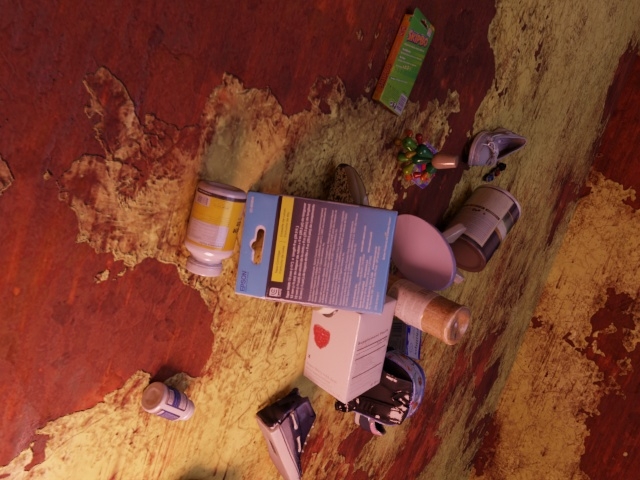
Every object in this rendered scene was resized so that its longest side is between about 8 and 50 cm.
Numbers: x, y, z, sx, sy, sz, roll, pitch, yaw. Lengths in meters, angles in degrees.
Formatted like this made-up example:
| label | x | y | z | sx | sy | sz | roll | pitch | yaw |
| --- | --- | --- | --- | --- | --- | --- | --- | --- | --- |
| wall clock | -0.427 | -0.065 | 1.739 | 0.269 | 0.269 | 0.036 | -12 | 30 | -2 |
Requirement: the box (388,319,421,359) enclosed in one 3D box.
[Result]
| label | x | y | z | sx | sy | sz | roll | pitch | yaw |
| --- | --- | --- | --- | --- | --- | --- | --- | --- | --- |
| box | 0.311 | 0.364 | 1.907 | 0.137 | 0.072 | 0.126 | 31 | 61 | -53 |

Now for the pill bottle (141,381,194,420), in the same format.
| label | x | y | z | sx | sy | sz | roll | pitch | yaw |
| --- | --- | --- | --- | --- | --- | --- | --- | --- | --- |
| pill bottle | -0.339 | 0.367 | 1.173 | 0.067 | 0.067 | 0.120 | -55 | 141 | -13 |

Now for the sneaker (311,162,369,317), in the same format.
| label | x | y | z | sx | sy | sz | roll | pitch | yaw |
| --- | --- | --- | --- | --- | --- | --- | --- | --- | --- |
| sneaker | 0.000 | 0.000 | 1.335 | 0.182 | 0.158 | 0.410 | 7 | 99 | -33 |

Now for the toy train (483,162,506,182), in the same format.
| label | x | y | z | sx | sy | sz | roll | pitch | yaw |
| --- | --- | --- | --- | --- | --- | --- | --- | --- | --- |
| toy train | 0.704 | -0.272 | 2.095 | 0.158 | 0.036 | 0.027 | -36 | 133 | -33 |

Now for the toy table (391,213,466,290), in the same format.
| label | x | y | z | sx | sy | sz | roll | pitch | yaw |
| --- | --- | --- | --- | --- | --- | --- | --- | --- | --- |
| toy table | 0.342 | 0.040 | 1.656 | 0.252 | 0.274 | 0.161 | -38 | 156 | 29 |

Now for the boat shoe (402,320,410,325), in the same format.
| label | x | y | z | sx | sy | sz | roll | pitch | yaw |
| --- | --- | --- | --- | --- | --- | --- | --- | --- | --- |
| boat shoe | 0.302 | 0.234 | 1.740 | 0.102 | 0.108 | 0.301 | -61 | -177 | -16 |

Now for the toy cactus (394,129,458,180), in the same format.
| label | x | y | z | sx | sy | sz | roll | pitch | yaw |
| --- | --- | --- | --- | --- | --- | --- | --- | --- | --- |
| toy cactus | 0.318 | -0.245 | 1.539 | 0.112 | 0.181 | 0.219 | -65 | 146 | -23 |

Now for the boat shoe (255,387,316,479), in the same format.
| label | x | y | z | sx | sy | sz | roll | pitch | yaw |
| --- | --- | --- | --- | --- | --- | --- | --- | --- | --- |
| boat shoe | -0.073 | 0.595 | 1.560 | 0.158 | 0.127 | 0.340 | -31 | 131 | -26 |

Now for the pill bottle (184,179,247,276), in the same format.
| label | x | y | z | sx | sy | sz | roll | pitch | yaw |
| --- | --- | --- | --- | --- | --- | --- | --- | --- | --- |
| pill bottle | -0.221 | -0.024 | 1.072 | 0.103 | 0.103 | 0.184 | 2 | 108 | -51 |

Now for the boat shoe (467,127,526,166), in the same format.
| label | x | y | z | sx | sy | sz | roll | pitch | yaw |
| --- | --- | --- | --- | --- | --- | --- | --- | --- | --- |
| boat shoe | 0.654 | -0.346 | 1.940 | 0.320 | 0.103 | 0.118 | -24 | 126 | -41 |

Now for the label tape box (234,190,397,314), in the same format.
| label | x | y | z | sx | sy | sz | roll | pitch | yaw |
| --- | --- | --- | --- | --- | --- | --- | --- | --- | --- |
| label tape box | -0.010 | 0.025 | 1.241 | 0.115 | 0.348 | 0.249 | -83 | -179 | -84 |

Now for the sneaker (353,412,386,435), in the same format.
| label | x | y | z | sx | sy | sz | roll | pitch | yaw |
| --- | --- | --- | --- | --- | --- | --- | --- | --- | --- |
| sneaker | 0.228 | 0.556 | 1.898 | 0.112 | 0.131 | 0.318 | -3 | 111 | -50 |

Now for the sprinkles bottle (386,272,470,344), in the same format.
| label | x | y | z | sx | sy | sz | roll | pitch | yaw |
| --- | --- | --- | --- | --- | --- | --- | --- | --- | --- |
| sprinkles bottle | 0.265 | 0.183 | 1.550 | 0.121 | 0.355 | 0.121 | -19 | 120 | -37 |

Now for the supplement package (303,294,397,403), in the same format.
| label | x | y | z | sx | sy | sz | roll | pitch | yaw |
| --- | --- | --- | --- | --- | --- | --- | --- | --- | --- |
| supplement package | 0.083 | 0.289 | 1.543 | 0.175 | 0.178 | 0.292 | -13 | 119 | -46 |

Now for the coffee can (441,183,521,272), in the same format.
| label | x | y | z | sx | sy | sz | roll | pitch | yaw |
| --- | --- | --- | --- | --- | --- | --- | --- | --- | --- |
| coffee can | 0.592 | -0.047 | 1.949 | 0.275 | 0.202 | 0.201 | -48 | 139 | -21 |

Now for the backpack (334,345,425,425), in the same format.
| label | x | y | z | sx | sy | sz | roll | pitch | yaw |
| --- | --- | --- | --- | --- | --- | --- | --- | --- | --- |
| backpack | 0.209 | 0.474 | 1.724 | 0.213 | 0.263 | 0.276 | -3 | 111 | -49 |

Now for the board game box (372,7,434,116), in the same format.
| label | x | y | z | sx | sy | sz | roll | pitch | yaw |
| --- | --- | --- | --- | --- | --- | --- | --- | --- | --- |
| board game box | 0.229 | -0.483 | 1.417 | 0.124 | 0.039 | 0.259 | 17 | 99 | -53 |

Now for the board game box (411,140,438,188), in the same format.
| label | x | y | z | sx | sy | sz | roll | pitch | yaw |
| --- | --- | --- | --- | --- | --- | --- | --- | --- | --- |
| board game box | 0.352 | -0.240 | 1.696 | 0.169 | 0.033 | 0.133 | 23 | 91 | -52 |
